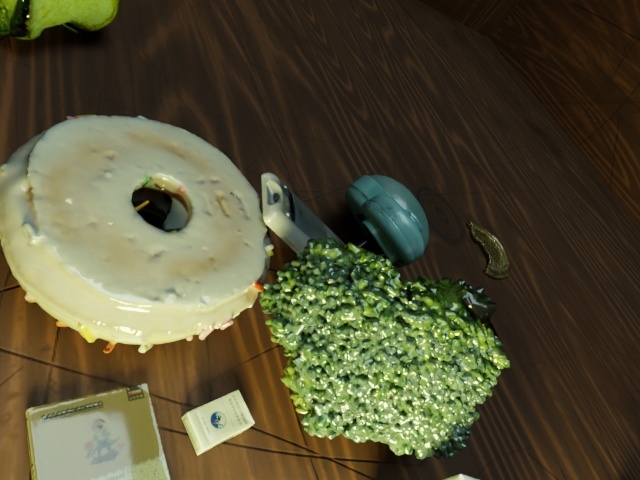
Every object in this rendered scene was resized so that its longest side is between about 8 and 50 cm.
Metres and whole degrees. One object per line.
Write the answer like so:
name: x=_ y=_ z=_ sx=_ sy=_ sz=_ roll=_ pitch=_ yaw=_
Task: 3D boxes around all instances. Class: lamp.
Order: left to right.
lamp: x=0.138 y=-0.037 z=0.947 sx=0.209 sy=0.147 sz=0.284 roll=53 pitch=18 yaw=-9

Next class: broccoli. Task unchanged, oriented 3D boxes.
broccoli: x=0.097 y=0.168 z=0.692 sx=0.339 sy=0.276 sz=0.317 roll=15 pitch=-5 yaw=22

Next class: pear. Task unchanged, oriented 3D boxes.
pear: x=-0.535 y=-0.500 z=0.884 sx=0.238 sy=0.163 sz=0.255 roll=34 pitch=34 yaw=8

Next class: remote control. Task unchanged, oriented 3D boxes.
remote control: x=0.000 y=0.000 z=0.836 sx=0.313 sy=0.055 sz=0.109 roll=46 pitch=28 yaw=-46

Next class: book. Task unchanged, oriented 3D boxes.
book: x=-0.243 y=0.270 z=0.522 sx=0.139 sy=0.016 sz=0.198 roll=-2 pitch=56 yaw=-40

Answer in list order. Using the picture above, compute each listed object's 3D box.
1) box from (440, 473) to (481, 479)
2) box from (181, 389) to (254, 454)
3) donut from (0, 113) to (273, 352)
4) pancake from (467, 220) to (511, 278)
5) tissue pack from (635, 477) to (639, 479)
box: x=0.224 y=0.419 z=0.613 sx=0.275 sy=0.203 sz=0.116 roll=25 pitch=43 yaw=-18
box: x=-0.137 y=0.244 z=0.625 sx=0.083 sy=0.024 sz=0.054 roll=-11 pitch=64 yaw=-45
donut: x=-0.252 y=-0.015 z=0.674 sx=0.383 sy=0.142 sz=0.382 roll=21 pitch=45 yaw=-23
pancake: x=0.472 y=0.023 z=1.310 sx=0.184 sy=0.020 sz=0.190 roll=-22 pitch=70 yaw=-46
tissue pack: x=0.729 y=0.523 z=0.916 sx=0.148 sy=0.209 sz=0.156 roll=31 pitch=39 yaw=-12
